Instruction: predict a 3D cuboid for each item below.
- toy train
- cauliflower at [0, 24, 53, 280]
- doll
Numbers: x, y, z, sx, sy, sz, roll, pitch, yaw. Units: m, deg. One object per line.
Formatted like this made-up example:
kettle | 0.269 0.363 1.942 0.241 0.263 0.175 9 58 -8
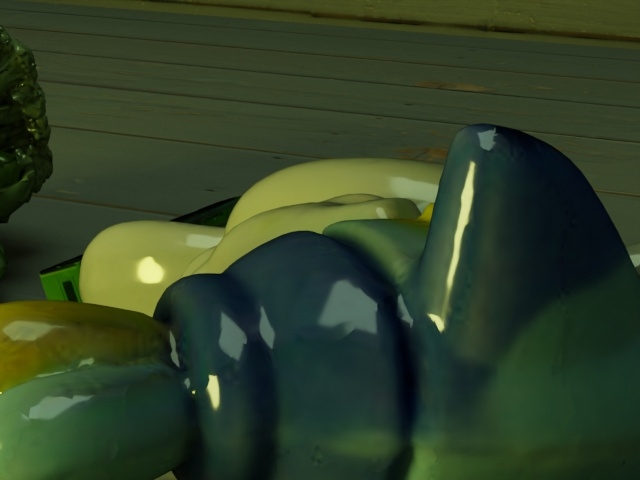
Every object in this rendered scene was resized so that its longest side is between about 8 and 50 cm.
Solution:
toy train | -0.109 0.010 0.752 0.044 0.042 0.209 -12 8 31
cauliflower | -0.301 -0.046 0.697 0.275 0.272 0.250 -30 72 -16
doll | 0.034 0.052 0.466 0.375 0.187 0.365 -18 6 11
